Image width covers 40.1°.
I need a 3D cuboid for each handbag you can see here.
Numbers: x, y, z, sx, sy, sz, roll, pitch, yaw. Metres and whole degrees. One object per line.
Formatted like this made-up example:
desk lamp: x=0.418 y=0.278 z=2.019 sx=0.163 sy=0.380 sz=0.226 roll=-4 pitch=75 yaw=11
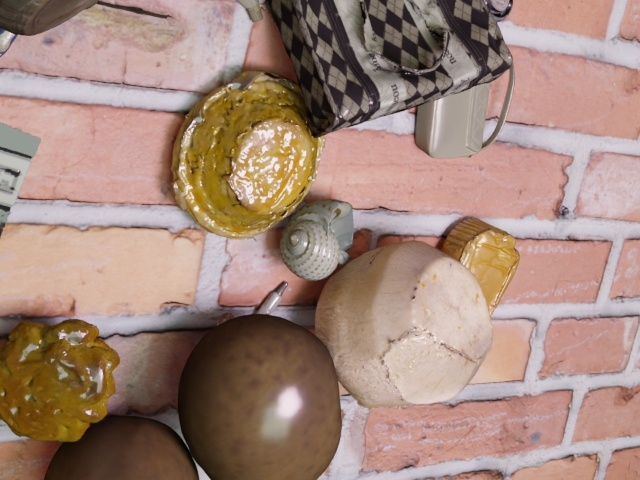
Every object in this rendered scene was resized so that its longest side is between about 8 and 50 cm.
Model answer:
handbag: x=0.318 y=-0.302 z=1.897 sx=0.219 sy=0.079 sz=0.256 roll=-7 pitch=117 yaw=-23
handbag: x=0.128 y=-0.404 z=1.678 sx=0.416 sy=0.180 sz=0.317 roll=-20 pitch=88 yaw=-21

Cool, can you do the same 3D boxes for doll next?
doll: x=-0.507 y=-0.355 z=1.439 sx=0.037 sy=0.027 sz=0.125 roll=30 pitch=92 yaw=-42

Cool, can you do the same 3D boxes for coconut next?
coconut: x=0.162 y=0.187 z=1.853 sx=0.346 sy=0.360 sz=0.347 roll=13 pitch=69 yaw=-36

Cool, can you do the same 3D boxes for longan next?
longan: x=-0.116 y=0.320 z=1.720 sx=0.360 sy=0.361 sz=0.361 roll=-11 pitch=114 yaw=-27
longan: x=-0.378 y=0.485 z=1.675 sx=0.318 sy=0.319 sz=0.319 roll=-11 pitch=114 yaw=-27

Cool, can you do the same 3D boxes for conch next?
conch: x=-0.011 y=-0.002 z=1.807 sx=0.200 sy=0.131 sz=0.172 roll=31 pitch=66 yaw=-74

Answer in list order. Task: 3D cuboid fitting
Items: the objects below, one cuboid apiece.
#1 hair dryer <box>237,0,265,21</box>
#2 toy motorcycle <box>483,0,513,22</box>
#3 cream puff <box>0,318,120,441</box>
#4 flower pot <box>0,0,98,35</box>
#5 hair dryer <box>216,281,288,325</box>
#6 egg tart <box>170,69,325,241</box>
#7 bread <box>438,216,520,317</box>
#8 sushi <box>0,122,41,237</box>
hair dryer: x=-0.236 y=-0.498 z=1.515 sx=0.295 sy=0.119 sz=0.298 roll=-14 pitch=128 yaw=-19
toy motorcycle: x=0.349 y=-0.630 z=1.777 sx=0.223 sy=0.107 sz=0.341 roll=-36 pitch=111 yaw=-27
cream puff: x=-0.485 y=0.244 z=1.576 sx=0.244 sy=0.196 sz=0.244 roll=1 pitch=87 yaw=-18
flower pot: x=-0.416 y=-0.452 z=1.304 sx=0.301 sy=0.302 sz=0.213 roll=-38 pitch=100 yaw=-13
hair dryer: x=-0.113 y=0.170 z=1.866 sx=0.183 sy=0.044 sz=0.155 roll=-42 pitch=126 yaw=-14
egg tart: x=-0.119 y=-0.154 z=1.681 sx=0.341 sy=0.132 sz=0.342 roll=-11 pitch=112 yaw=-28
bread: x=0.349 y=0.075 z=2.042 sx=0.179 sy=0.133 sz=0.250 roll=16 pitch=95 yaw=-34
sushi: x=-0.652 y=-0.041 z=1.429 sx=0.296 sy=0.100 sz=0.373 roll=21 pitch=97 yaw=-34
